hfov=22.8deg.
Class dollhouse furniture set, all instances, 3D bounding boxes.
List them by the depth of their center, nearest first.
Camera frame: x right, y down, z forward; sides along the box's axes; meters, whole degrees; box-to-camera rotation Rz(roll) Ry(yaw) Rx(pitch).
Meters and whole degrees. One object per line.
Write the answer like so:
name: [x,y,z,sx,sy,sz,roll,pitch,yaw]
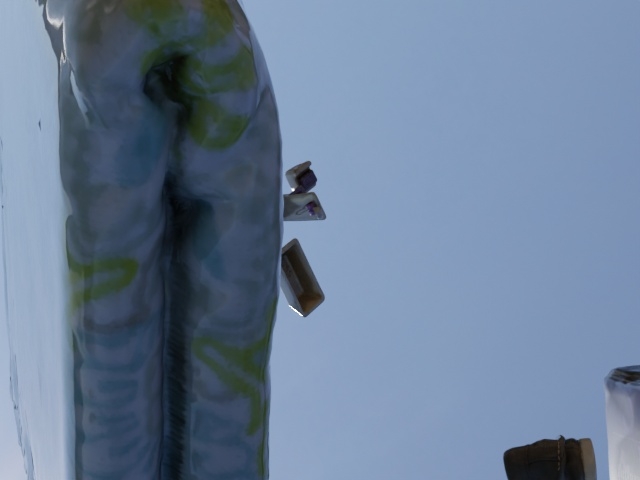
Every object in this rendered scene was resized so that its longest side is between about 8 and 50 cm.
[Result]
dollhouse furniture set: [0.000,0.000,1.368,0.081,0.114,0.091,-3,-151,46]

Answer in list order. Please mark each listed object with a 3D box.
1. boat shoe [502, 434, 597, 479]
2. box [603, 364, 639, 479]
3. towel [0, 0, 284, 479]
boat shoe: [0.245,0.354,1.703,0.096,0.335,0.112,-1,-154,6]
box: [0.158,0.138,0.445,0.108,0.207,0.153,-3,178,-8]
towel: [-0.086,0.013,0.696,0.090,0.374,0.320,-5,-150,-15]
